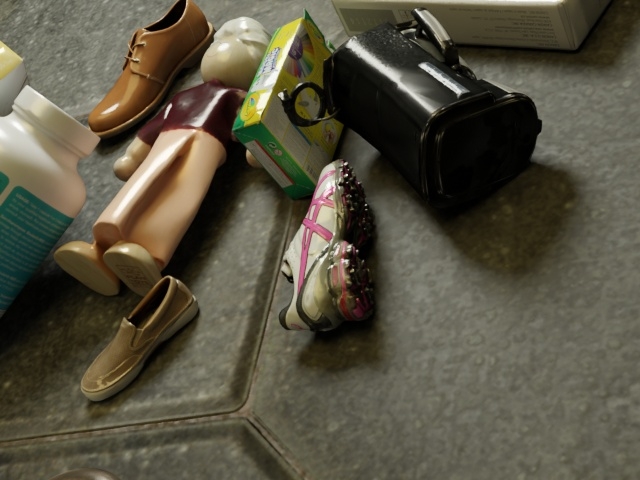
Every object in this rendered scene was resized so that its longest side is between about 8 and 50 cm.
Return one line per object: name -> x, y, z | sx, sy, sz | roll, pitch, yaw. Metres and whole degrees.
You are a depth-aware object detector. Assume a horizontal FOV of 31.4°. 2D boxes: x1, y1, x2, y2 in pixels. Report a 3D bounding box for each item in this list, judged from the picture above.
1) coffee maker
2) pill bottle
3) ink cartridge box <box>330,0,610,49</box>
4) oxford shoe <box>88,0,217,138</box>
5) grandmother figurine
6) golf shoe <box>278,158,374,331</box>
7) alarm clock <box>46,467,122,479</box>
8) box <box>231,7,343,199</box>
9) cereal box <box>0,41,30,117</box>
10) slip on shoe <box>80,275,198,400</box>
coffee maker -> 0.083, -0.109, 1.038 | 0.171, 0.120, 0.178 | -37, 41, -3
pill bottle -> -0.337, -0.025, 1.151 | 0.264, 0.146, 0.146 | -53, 41, -3
ink cartridge box -> 0.195, -0.318, 1.223 | 0.296, 0.066, 0.261 | 13, 56, 40
oxford shoe -> -0.215, -0.209, 1.370 | 0.076, 0.076, 0.212 | 16, 60, 40
grandmother figurine -> -0.131, -0.100, 1.183 | 0.207, 0.104, 0.342 | 7, 55, 27
golf shoe -> 0.000, 0.000, 1.013 | 0.086, 0.067, 0.186 | -17, 41, 20
alarm clock -> -0.210, 0.239, 0.906 | 0.192, 0.064, 0.129 | 10, 55, 43
box -> -0.020, -0.141, 1.143 | 0.043, 0.105, 0.179 | -14, 41, 36
cereal box -> -0.387, -0.100, 1.257 | 0.047, 0.240, 0.173 | 40, 71, 8
slip on shoe -> -0.172, 0.089, 1.051 | 0.135, 0.041, 0.051 | -42, 40, -12
